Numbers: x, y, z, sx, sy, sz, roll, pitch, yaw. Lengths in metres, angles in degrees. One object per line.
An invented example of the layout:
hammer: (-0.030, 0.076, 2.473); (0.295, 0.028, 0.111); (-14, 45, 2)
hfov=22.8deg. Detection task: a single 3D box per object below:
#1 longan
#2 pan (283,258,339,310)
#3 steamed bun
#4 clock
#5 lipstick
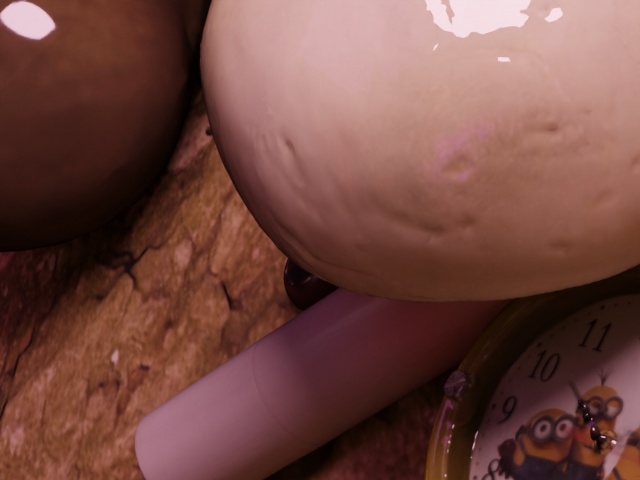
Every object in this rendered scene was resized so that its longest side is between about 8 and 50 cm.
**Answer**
longan: (-0.275, -0.172, 1.440); (0.404, 0.336, 0.404); (-14, 38, 11)
pan: (0.000, -0.001, 1.233); (0.068, 0.023, 0.115); (-16, 50, 45)
steamed bun: (0.094, -0.122, 0.935); (0.334, 0.233, 0.312); (-19, 31, -7)
clock: (0.164, 0.117, 0.904); (0.237, 0.057, 0.237); (-29, 44, 32)
lipstick: (0.012, 0.085, 1.090); (0.327, 0.087, 0.087); (-34, 39, 29)
